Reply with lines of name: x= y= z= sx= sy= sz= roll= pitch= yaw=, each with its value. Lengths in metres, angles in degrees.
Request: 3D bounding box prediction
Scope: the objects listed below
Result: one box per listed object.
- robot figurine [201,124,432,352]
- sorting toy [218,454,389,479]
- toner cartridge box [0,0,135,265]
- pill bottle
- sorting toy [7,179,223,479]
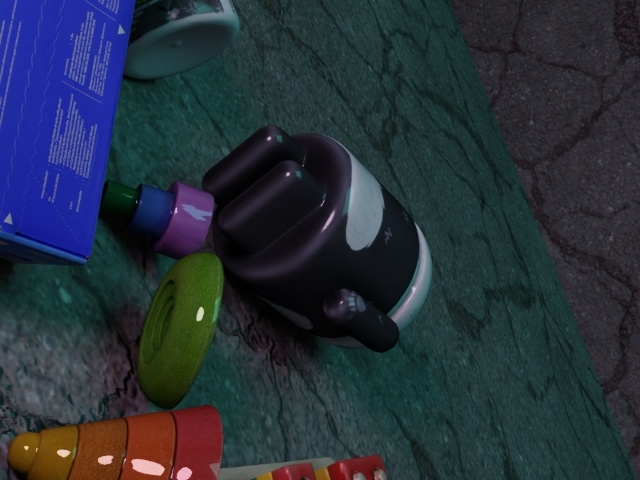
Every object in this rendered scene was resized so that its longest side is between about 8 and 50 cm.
robot figurine: x=-0.001 y=0.003 z=1.071 sx=0.278 sy=0.173 sz=0.209 roll=41 pitch=54 yaw=-46
sorting toy: x=0.013 y=0.303 z=0.869 sx=0.257 sy=0.089 sz=0.255 roll=18 pitch=50 yaw=-63
toner cartridge box: x=-0.209 y=-0.169 z=0.713 sx=0.165 sy=0.075 sz=0.348 roll=27 pitch=67 yaw=-57
pill bottle: x=-0.181 y=-0.296 z=1.033 sx=0.130 sy=0.130 sz=0.246 roll=0 pitch=66 yaw=-67
sorting toy: x=-0.151 y=0.070 z=0.779 sx=0.126 sy=0.127 sz=0.365 roll=19 pitch=38 yaw=-21
